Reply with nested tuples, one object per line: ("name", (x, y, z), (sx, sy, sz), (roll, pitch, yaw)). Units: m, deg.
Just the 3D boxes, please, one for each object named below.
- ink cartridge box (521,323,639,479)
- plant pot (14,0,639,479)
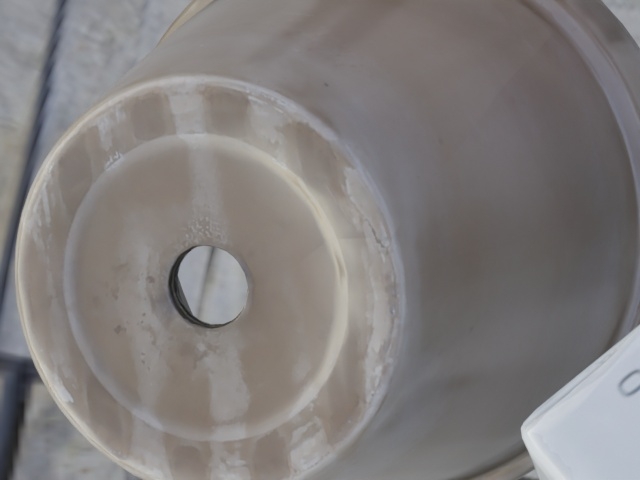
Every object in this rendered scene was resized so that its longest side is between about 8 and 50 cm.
("ink cartridge box", (0.207, 0.185, 0.612), (0.091, 0.385, 0.308), (-40, 70, -1))
("plant pot", (0.000, 0.000, 0.952), (0.323, 0.280, 0.323), (3, 98, 20))
